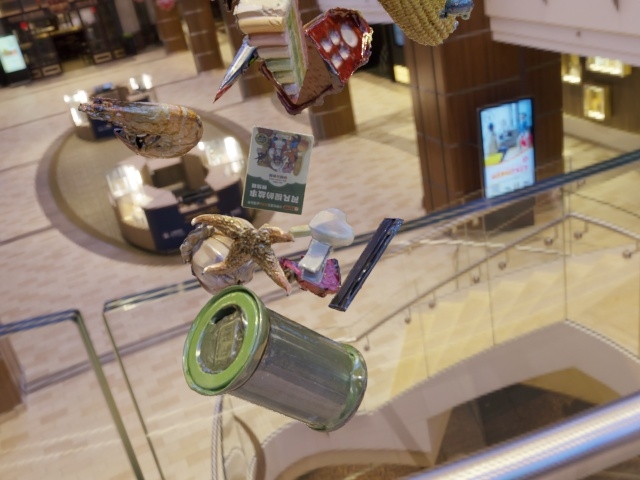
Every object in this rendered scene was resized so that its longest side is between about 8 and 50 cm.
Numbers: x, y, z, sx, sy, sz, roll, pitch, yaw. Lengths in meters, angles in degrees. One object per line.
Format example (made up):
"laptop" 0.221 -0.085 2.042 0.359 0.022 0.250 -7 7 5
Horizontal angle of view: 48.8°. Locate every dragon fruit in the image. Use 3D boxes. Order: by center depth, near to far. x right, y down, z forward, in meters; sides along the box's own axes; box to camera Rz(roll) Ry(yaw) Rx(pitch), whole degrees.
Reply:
"dragon fruit" -0.029 0.091 1.979 0.192 0.122 0.092 24 6 -17

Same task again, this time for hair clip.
"hair clip" -0.003 -0.002 1.781 0.159 0.071 0.218 22 54 7

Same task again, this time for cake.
"cake" -0.059 -0.361 1.283 0.090 0.225 0.109 -6 56 25

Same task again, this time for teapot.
"teapot" -0.088 0.246 1.346 0.270 0.337 0.200 -21 52 37

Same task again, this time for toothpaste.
"toothpaste" -0.180 -0.385 1.563 0.193 0.045 0.071 -58 9 -14

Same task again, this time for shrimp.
"shrimp" -0.386 -0.238 1.513 0.287 0.152 0.063 5 49 -37

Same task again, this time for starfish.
"starfish" -0.162 0.023 1.497 0.247 0.138 0.050 12 10 20

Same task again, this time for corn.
"corn" 0.186 -0.589 1.625 0.144 0.387 0.144 -20 56 33

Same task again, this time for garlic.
"garlic" -0.245 0.034 1.746 0.207 0.207 0.256 -21 3 -19

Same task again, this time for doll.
"doll" 0.295 -0.509 1.541 0.076 0.051 0.083 -8 9 -3

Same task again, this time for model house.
"model house" 0.005 -0.450 1.693 0.196 0.160 0.254 -21 26 45

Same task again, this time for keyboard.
"keyboard" 0.101 0.051 1.582 0.250 0.017 0.087 -57 21 -13

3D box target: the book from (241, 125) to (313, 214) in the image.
"book" -0.140 -0.226 2.298 0.202 0.264 0.027 8 7 -13

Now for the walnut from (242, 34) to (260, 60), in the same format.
"walnut" -0.172 -0.539 1.953 0.092 0.092 0.092 -9 26 5

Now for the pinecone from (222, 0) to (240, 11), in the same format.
"pinecone" -0.252 -0.770 2.016 0.244 0.309 0.244 -38 -5 -4
